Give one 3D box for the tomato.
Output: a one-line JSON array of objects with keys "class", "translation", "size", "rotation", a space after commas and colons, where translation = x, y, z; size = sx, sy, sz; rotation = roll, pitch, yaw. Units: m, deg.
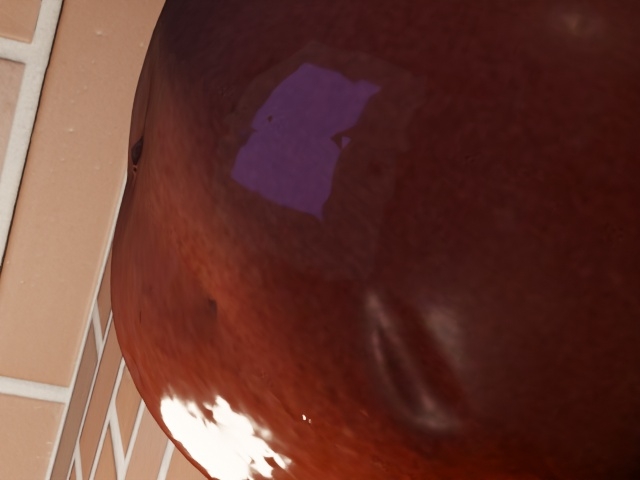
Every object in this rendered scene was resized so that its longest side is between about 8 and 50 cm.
[{"class": "tomato", "translation": [0.050, -0.024, 0.518], "size": [0.341, 0.273, 0.341], "rotation": [-160, 90, -81]}]
